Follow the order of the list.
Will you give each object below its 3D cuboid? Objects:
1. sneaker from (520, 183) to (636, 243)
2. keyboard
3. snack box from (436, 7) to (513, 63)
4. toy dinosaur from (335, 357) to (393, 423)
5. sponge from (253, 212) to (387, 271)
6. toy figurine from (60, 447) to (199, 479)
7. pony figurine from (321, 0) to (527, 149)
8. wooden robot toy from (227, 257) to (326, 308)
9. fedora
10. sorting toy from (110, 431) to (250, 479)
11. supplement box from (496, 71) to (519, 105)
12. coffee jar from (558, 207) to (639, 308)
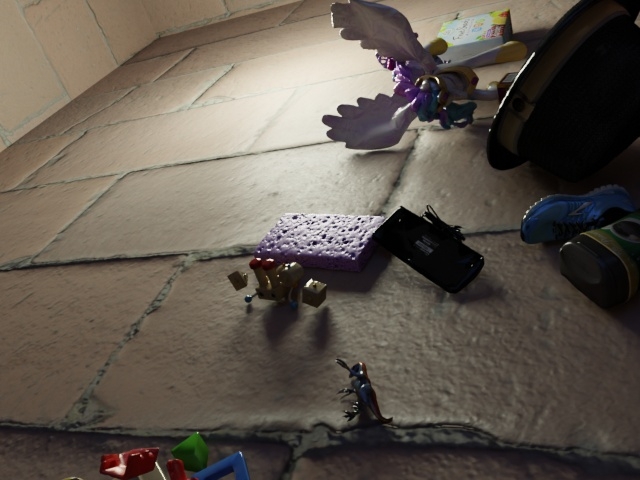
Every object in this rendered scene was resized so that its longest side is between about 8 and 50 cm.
[{"bbox_3d":[0.358,-0.029,0.880,0.162,0.063,0.073,-17,34,6],"label":"sneaker"},{"bbox_3d":[0.170,0.011,0.957,0.100,0.038,0.192,-42,45,-8],"label":"keyboard"},{"bbox_3d":[0.384,-0.504,1.603,0.174,0.070,0.207,-4,34,26],"label":"snack box"},{"bbox_3d":[0.051,0.182,0.773,0.090,0.047,0.082,26,35,8],"label":"toy dinosaur"},{"bbox_3d":[0.000,0.000,1.076,0.210,0.031,0.117,4,39,33],"label":"sponge"},{"bbox_3d":[-0.103,0.346,0.507,0.191,0.217,0.362,5,81,14],"label":"toy figurine"},{"bbox_3d":[0.203,-0.339,1.303,0.351,0.302,0.363,16,31,33],"label":"pony figurine"},{"bbox_3d":[-0.058,0.053,0.994,0.173,0.076,0.079,3,27,34],"label":"wooden robot toy"},{"bbox_3d":[0.408,-0.207,0.958,0.334,0.334,0.152,-33,64,-20],"label":"fedora"},{"bbox_3d":[-0.225,0.337,0.668,0.348,0.047,0.196,-32,28,-19],"label":"sorting toy"},{"bbox_3d":[0.377,-0.278,1.238,0.043,0.083,0.055,7,40,37],"label":"supplement box"},{"bbox_3d":[0.392,0.010,0.780,0.184,0.079,0.096,-24,34,-7],"label":"coffee jar"}]
